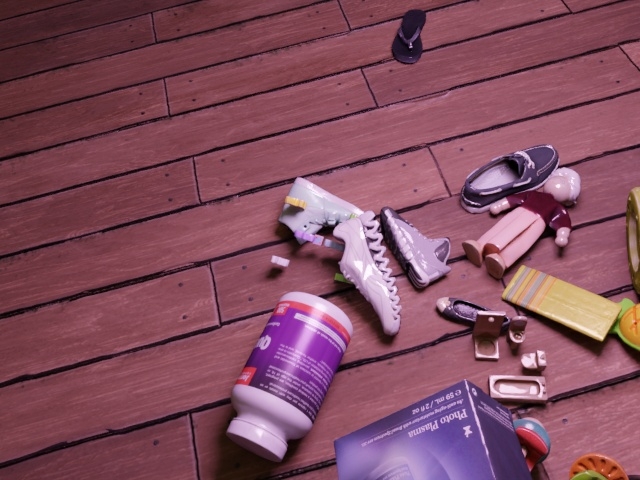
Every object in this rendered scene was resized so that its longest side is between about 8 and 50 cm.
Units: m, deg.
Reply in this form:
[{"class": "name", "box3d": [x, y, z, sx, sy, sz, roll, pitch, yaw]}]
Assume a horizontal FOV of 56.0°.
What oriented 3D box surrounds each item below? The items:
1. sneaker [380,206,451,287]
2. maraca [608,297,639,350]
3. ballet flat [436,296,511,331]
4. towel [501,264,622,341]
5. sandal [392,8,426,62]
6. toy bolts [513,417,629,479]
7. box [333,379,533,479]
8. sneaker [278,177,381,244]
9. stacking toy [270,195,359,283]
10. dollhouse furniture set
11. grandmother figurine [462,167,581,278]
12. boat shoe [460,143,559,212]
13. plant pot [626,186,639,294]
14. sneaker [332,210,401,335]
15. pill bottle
[{"class": "sneaker", "box3d": [0.244, 0.000, 1.478, 0.132, 0.086, 0.229, -20, 66, -12]}, {"class": "maraca", "box3d": [0.689, 0.181, 1.282, 0.127, 0.099, 0.185, -40, 34, -21]}, {"class": "ballet flat", "box3d": [0.348, 0.161, 1.366, 0.173, 0.049, 0.058, 16, 59, 18]}, {"class": "towel", "box3d": [0.534, 0.138, 1.345, 0.237, 0.021, 0.102, 26, 66, 37]}, {"class": "sandal", "box3d": [0.284, -0.665, 1.931, 0.097, 0.055, 0.255, 5, 57, 11]}, {"class": "toy bolts", "box3d": [0.433, 0.447, 1.141, 0.228, 0.158, 0.218, 42, 110, 19]}, {"class": "box", "box3d": [0.200, 0.445, 1.018, 0.296, 0.182, 0.294, -33, 41, 23]}, {"class": "sneaker", "box3d": [0.018, -0.038, 1.536, 0.255, 0.094, 0.151, 28, 87, 8]}, {"class": "stacking toy", "box3d": [0.000, 0.000, 1.463, 0.221, 0.052, 0.167, 16, 88, 6]}, {"class": "dollhouse furniture set", "box3d": [0.399, 0.243, 1.258, 0.143, 0.123, 0.151, 1, 56, 8]}, {"class": "grandmother figurine", "box3d": [0.513, -0.054, 1.460, 0.342, 0.104, 0.207, -41, 63, -17]}, {"class": "boat shoe", "box3d": [0.496, -0.174, 1.547, 0.302, 0.091, 0.114, -33, 58, -14]}, {"class": "plant pot", "box3d": [0.846, -0.005, 1.260, 0.352, 0.367, 0.367, -4, 55, 19]}, {"class": "sneaker", "box3d": [0.111, 0.082, 1.391, 0.118, 0.110, 0.292, -16, 75, 1]}, {"class": "pill bottle", "box3d": [-0.068, 0.281, 1.261, 0.181, 0.182, 0.323, 17, 60, 18]}]
